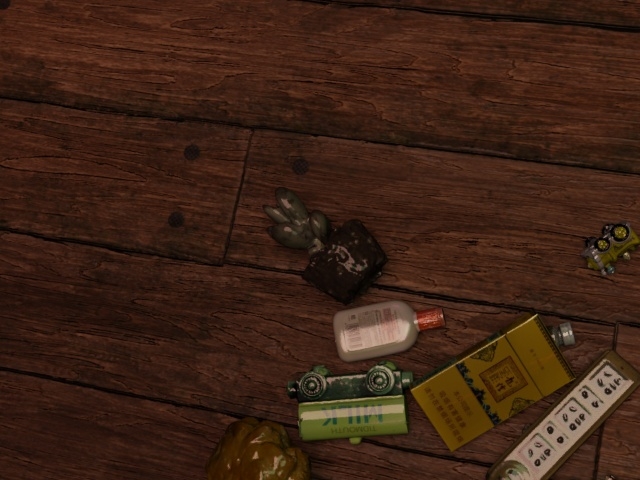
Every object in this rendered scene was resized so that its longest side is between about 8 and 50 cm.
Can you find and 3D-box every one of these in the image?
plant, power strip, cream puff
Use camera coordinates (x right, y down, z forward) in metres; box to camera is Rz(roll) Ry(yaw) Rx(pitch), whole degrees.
[{"bbox_3d":[0.002,-0.001,1.964,0.275,0.149,0.146,38,124,22],"label":"plant"},{"bbox_3d":[0.440,0.365,1.826,0.387,0.066,0.092,-46,70,-1],"label":"power strip"},{"bbox_3d":[-0.119,0.460,1.852,0.196,0.244,0.244,27,83,-14],"label":"cream puff"}]

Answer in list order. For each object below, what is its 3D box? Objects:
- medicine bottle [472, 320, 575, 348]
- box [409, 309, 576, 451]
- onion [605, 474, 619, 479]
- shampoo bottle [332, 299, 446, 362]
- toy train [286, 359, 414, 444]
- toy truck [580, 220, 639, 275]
[{"bbox_3d":[0.391,0.201,1.883,0.191,0.051,0.051,-14,74,7],"label":"medicine bottle"},{"bbox_3d":[0.323,0.266,1.847,0.279,0.041,0.153,-32,102,7],"label":"box"},{"bbox_3d":[0.512,0.597,1.677,0.256,0.272,0.230,42,104,15],"label":"onion"},{"bbox_3d":[0.138,0.173,1.943,0.221,0.051,0.108,-12,70,9],"label":"shampoo bottle"},{"bbox_3d":[0.061,0.320,1.907,0.254,0.105,0.157,-6,87,9],"label":"toy train"},{"bbox_3d":[0.560,0.017,1.885,0.111,0.076,0.077,-38,92,2],"label":"toy truck"}]
